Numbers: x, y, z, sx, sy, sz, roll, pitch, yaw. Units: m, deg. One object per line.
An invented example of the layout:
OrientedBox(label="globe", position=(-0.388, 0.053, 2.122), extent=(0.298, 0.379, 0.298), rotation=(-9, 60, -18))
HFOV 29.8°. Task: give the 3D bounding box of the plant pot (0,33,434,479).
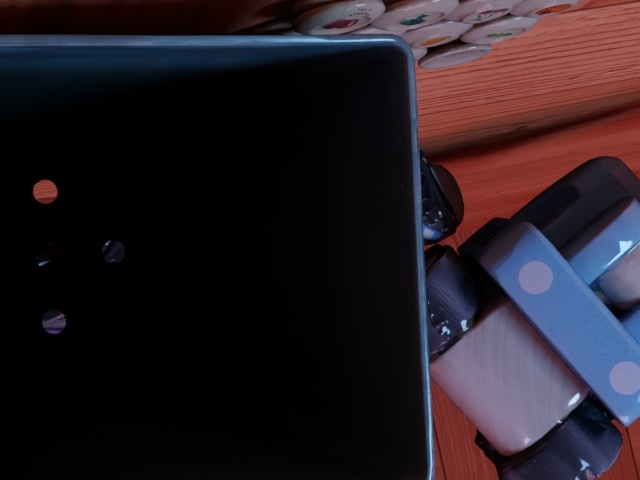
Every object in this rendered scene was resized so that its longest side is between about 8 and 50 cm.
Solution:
OrientedBox(label="plant pot", position=(-0.085, 0.011, 0.498), extent=(0.166, 0.165, 0.234), rotation=(-5, -176, -24))

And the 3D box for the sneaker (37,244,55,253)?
OrientedBox(label="sneaker", position=(-0.271, 0.043, 1.065), extent=(0.286, 0.109, 0.130), rotation=(-23, 167, 18))

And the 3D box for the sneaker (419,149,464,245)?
OrientedBox(label="sneaker", position=(0.074, -0.030, 1.053), extent=(0.086, 0.085, 0.237), rotation=(-24, 174, 11))

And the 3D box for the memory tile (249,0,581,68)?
OrientedBox(label="memory tile", position=(0.035, -0.090, 0.523), extent=(0.148, 0.012, 0.113), rotation=(-11, 177, -31))

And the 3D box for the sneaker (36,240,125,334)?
OrientedBox(label="sneaker", position=(-0.113, 0.011, 0.914), extent=(0.283, 0.107, 0.124), rotation=(-30, 140, 2))

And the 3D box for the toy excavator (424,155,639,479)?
OrientedBox(label="toy excavator", position=(0.267, 0.004, 1.000), extent=(0.445, 0.222, 0.433), rotation=(-43, -179, 2))
